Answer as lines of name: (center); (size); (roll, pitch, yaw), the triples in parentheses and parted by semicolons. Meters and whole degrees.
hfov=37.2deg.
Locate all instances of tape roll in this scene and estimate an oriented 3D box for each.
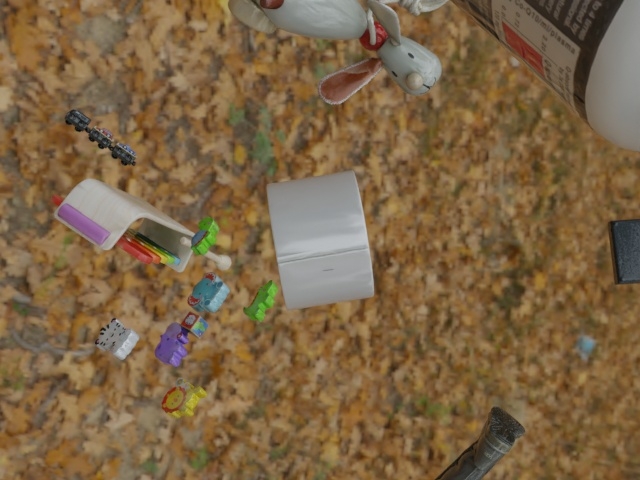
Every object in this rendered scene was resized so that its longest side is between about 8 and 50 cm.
tape roll: (0.000, 0.000, 1.788); (0.246, 0.169, 0.246); (171, -90, -89)

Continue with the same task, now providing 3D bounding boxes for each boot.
boot: (0.259, 0.396, 1.655); (0.208, 0.076, 0.190); (-57, 162, 17)

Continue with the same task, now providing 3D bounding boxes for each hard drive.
hard drive: (0.493, 0.014, 1.388); (0.022, 0.135, 0.094); (87, -1, -80)

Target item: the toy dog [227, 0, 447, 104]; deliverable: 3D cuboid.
toy dog: (0.025, -0.311, 1.363); (0.161, 0.334, 0.220); (-77, -179, -56)

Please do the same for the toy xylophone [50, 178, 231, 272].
toy xylophone: (-0.291, -0.009, 1.588); (0.081, 0.236, 0.323); (-58, 155, 0)

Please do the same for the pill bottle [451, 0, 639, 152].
pill bottle: (0.163, -0.145, 0.484); (0.162, 0.278, 0.162); (-25, 147, -18)

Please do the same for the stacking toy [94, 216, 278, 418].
stacking toy: (-0.163, 0.098, 1.202); (0.221, 0.052, 0.167); (-54, 136, -17)

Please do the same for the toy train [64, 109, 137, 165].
toy train: (-0.415, -0.196, 1.810); (0.158, 0.027, 0.036); (37, 45, -14)
